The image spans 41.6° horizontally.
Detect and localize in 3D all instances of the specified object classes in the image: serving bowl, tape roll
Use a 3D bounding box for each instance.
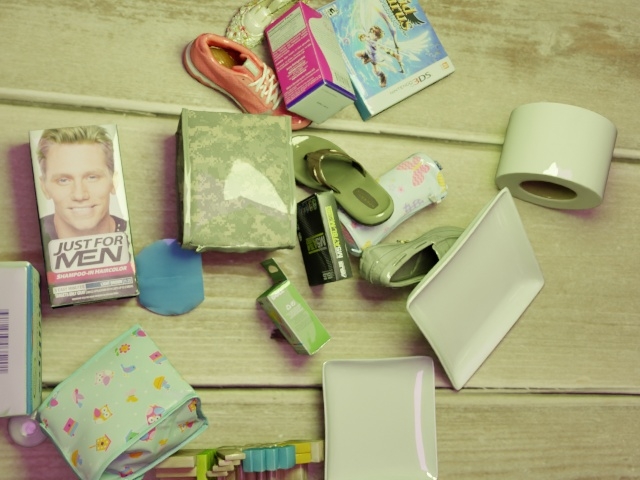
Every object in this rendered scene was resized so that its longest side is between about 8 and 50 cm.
[{"bbox_3d":[-0.569,0.364,1.646,0.083,0.027,0.083,2,84,-17],"label":"serving bowl"},{"bbox_3d":[0.533,-0.188,1.910,0.246,0.246,0.169,18,80,-13],"label":"tape roll"}]

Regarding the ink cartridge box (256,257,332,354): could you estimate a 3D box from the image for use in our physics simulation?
[{"bbox_3d":[-0.073,0.141,1.770,0.062,0.109,0.209,-38,95,-17],"label":"ink cartridge box"}]

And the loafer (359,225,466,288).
[{"bbox_3d":[0.231,0.044,1.834,0.319,0.111,0.112,-15,123,-32],"label":"loafer"}]

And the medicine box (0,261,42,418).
[{"bbox_3d":[-0.589,0.179,1.523,0.149,0.289,0.264,-1,84,-14],"label":"medicine box"}]

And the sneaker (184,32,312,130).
[{"bbox_3d":[-0.146,-0.333,1.787,0.313,0.136,0.116,30,77,-12],"label":"sneaker"}]

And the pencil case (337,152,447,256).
[{"bbox_3d":[0.149,-0.079,1.855,0.273,0.113,0.124,-34,90,-16],"label":"pencil case"}]

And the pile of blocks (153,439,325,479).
[{"bbox_3d":[-0.154,0.473,1.690,0.362,0.149,0.113,-1,84,-17],"label":"pile of blocks"}]

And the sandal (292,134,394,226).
[{"bbox_3d":[0.038,-0.146,1.791,0.302,0.086,0.120,37,72,28],"label":"sandal"}]

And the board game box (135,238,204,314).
[{"bbox_3d":[-0.310,0.071,1.735,0.133,0.033,0.169,-5,110,-7],"label":"board game box"}]

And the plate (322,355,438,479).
[{"bbox_3d":[0.124,0.391,1.815,0.277,0.045,0.278,1,83,-25],"label":"plate"}]

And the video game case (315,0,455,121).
[{"bbox_3d":[0.141,-0.447,1.921,0.244,0.061,0.270,-31,93,-18],"label":"video game case"}]

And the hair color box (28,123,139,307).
[{"bbox_3d":[-0.472,-0.048,1.679,0.173,0.105,0.347,-8,86,-17],"label":"hair color box"}]

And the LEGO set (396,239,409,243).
[{"bbox_3d":[0.189,0.037,1.900,0.054,0.023,0.083,-17,89,-17],"label":"LEGO set"}]

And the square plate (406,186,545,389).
[{"bbox_3d":[0.341,0.109,1.849,0.347,0.049,0.344,-47,134,-15],"label":"square plate"}]

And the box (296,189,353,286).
[{"bbox_3d":[0.000,0.000,1.764,0.045,0.190,0.184,-10,88,-19],"label":"box"}]

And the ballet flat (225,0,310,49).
[{"bbox_3d":[-0.112,-0.507,1.847,0.241,0.077,0.091,-44,97,-15],"label":"ballet flat"}]

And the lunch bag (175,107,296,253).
[{"bbox_3d":[-0.176,-0.107,1.726,0.235,0.169,0.287,1,72,-16],"label":"lunch bag"}]

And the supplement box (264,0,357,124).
[{"bbox_3d":[-0.023,-0.376,1.785,0.111,0.114,0.220,17,51,-49],"label":"supplement box"}]

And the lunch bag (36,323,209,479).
[{"bbox_3d":[-0.380,0.330,1.598,0.262,0.160,0.223,-37,59,-19],"label":"lunch bag"}]
